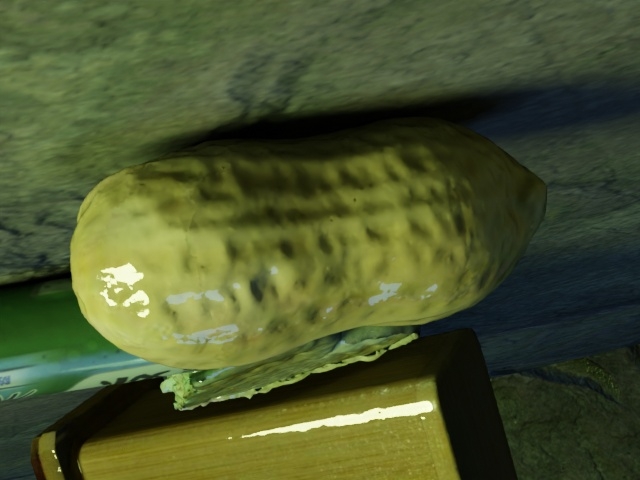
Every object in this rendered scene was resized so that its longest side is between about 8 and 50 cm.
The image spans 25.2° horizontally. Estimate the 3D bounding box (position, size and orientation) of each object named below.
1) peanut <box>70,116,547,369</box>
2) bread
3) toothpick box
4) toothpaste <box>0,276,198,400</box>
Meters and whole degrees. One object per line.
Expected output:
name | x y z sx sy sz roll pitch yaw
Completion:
peanut | 0.000 0.000 0.585 0.214 0.090 0.098 -9 156 -25
bread | -0.037 0.066 0.968 0.172 0.064 0.232 -24 166 32
toothpick box | -0.023 0.180 1.087 0.308 0.187 0.190 -13 -172 21
toothpaste | -0.164 0.055 0.741 0.392 0.061 0.099 -9 171 -19
